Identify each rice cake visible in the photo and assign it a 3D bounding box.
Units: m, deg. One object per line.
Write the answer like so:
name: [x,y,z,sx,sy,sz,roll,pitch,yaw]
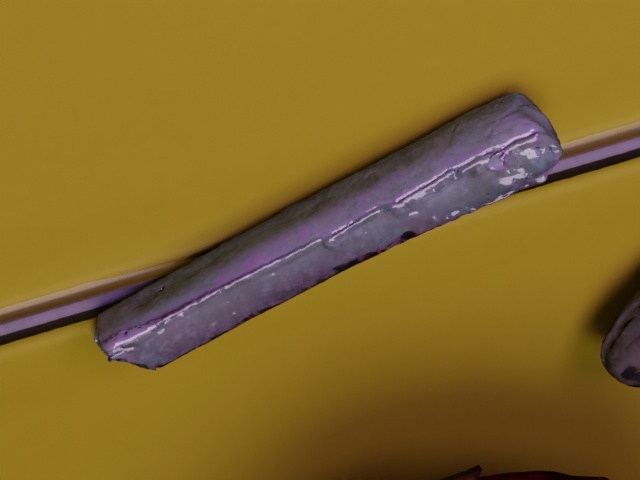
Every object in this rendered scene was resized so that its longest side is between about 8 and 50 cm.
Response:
rice cake: [0.000,0.000,0.732,0.207,0.033,0.033,-27,131,7]

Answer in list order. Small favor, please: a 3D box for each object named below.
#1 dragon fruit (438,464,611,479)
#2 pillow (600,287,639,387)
dragon fruit: [0.084,0.251,0.803,0.295,0.295,0.302,12,123,-26]
pillow: [0.222,-0.016,0.778,0.093,0.051,0.241,22,118,-32]
